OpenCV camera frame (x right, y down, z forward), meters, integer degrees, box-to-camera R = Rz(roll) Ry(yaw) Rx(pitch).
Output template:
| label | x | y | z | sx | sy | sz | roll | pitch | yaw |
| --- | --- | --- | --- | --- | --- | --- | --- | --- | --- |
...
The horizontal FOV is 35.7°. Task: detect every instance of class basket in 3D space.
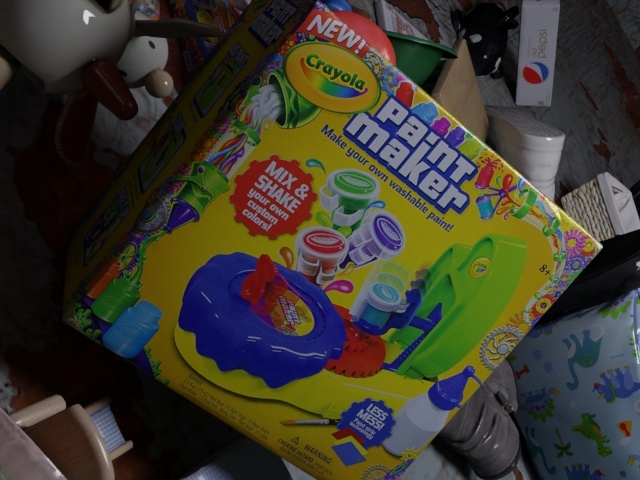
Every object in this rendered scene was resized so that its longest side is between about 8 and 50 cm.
| label | x | y | z | sx | sy | sz | roll | pitch | yaw |
| --- | --- | --- | --- | --- | --- | --- | --- | --- | --- |
| basket | 0.525 | -0.022 | 1.830 | 0.113 | 0.103 | 0.167 | 26 | 47 | -45 |

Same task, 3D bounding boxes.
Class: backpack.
| label | x | y | z | sx | sy | sz | roll | pitch | yaw |
| --- | --- | --- | --- | --- | --- | --- | --- | --- | --- |
| backpack | 0.380 | 0.203 | 1.304 | 0.273 | 0.290 | 0.356 | -39 | 106 | -50 |

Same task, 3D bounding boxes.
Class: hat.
| label | x | y | z | sx | sy | sz | roll | pitch | yaw |
| --- | --- | --- | --- | --- | --- | --- | --- | --- | --- |
| hat | 0.083 | -0.187 | 1.363 | 0.208 | 0.173 | 0.184 | -2 | 104 | -64 |

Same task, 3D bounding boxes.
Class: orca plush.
| label | x | y | z | sx | sy | sz | roll | pitch | yaw |
| --- | --- | --- | --- | --- | --- | --- | --- | --- | --- |
| orca plush | 0.336 | -0.389 | 1.839 | 0.151 | 0.102 | 0.287 | 60 | 31 | -4 |

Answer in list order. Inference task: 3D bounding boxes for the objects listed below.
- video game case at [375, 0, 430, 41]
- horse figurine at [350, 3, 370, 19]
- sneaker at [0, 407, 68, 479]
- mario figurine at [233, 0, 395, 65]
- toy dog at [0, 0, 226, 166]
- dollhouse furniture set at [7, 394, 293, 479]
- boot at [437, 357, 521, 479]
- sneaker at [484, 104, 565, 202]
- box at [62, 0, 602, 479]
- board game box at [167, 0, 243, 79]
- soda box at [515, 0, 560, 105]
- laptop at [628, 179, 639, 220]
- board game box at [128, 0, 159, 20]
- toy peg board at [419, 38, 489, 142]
| label | x | y | z | sx | sy | sz | roll | pitch | yaw |
| --- | --- | --- | --- | --- | --- | --- | --- | --- | --- |
| video game case | 0.141 | -0.282 | 1.547 | 0.143 | 0.019 | 0.157 | 29 | 43 | -43 |
| horse figurine | -0.002 | -0.400 | 1.340 | 0.174 | 0.066 | 0.263 | -21 | 97 | -19 |
| sneaker | -0.279 | 0.085 | 0.546 | 0.302 | 0.108 | 0.121 | 44 | 65 | 0 |
| mario figurine | -0.018 | -0.193 | 1.105 | 0.198 | 0.170 | 0.320 | 25 | 17 | -4 |
| toy dog | -0.163 | -0.150 | 0.788 | 0.161 | 0.220 | 0.333 | 50 | 27 | 4 |
| dollhouse furniture set | -0.039 | 0.198 | 0.727 | 0.303 | 0.198 | 0.286 | -21 | 84 | -60 |
| boot | 0.155 | 0.101 | 1.198 | 0.222 | 0.118 | 0.338 | 38 | 49 | -39 |
| sneaker | 0.306 | -0.120 | 1.601 | 0.292 | 0.108 | 0.169 | -101 | -167 | -70 |
| box | 0.000 | 0.000 | 0.780 | 0.290 | 0.279 | 0.177 | 36 | 9 | -22 |
| board game box | -0.113 | -0.253 | 1.131 | 0.136 | 0.035 | 0.201 | 8 | 59 | -53 |
| soda box | 0.401 | -0.357 | 1.840 | 0.074 | 0.069 | 0.216 | -75 | 164 | -48 |
| laptop | 0.611 | 0.019 | 1.821 | 0.136 | 0.234 | 0.264 | -16 | 68 | -36 |
| board game box | -0.216 | -0.285 | 1.005 | 0.168 | 0.033 | 0.133 | 24 | 48 | -47 |
| toy peg board | 0.180 | -0.186 | 1.473 | 0.161 | 0.079 | 0.161 | 67 | 33 | -33 |
